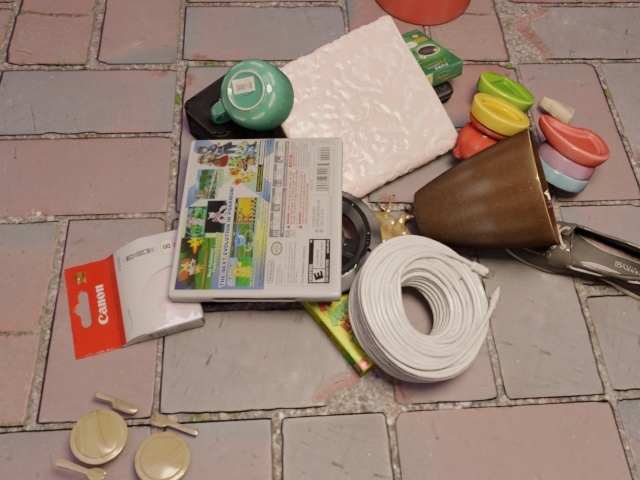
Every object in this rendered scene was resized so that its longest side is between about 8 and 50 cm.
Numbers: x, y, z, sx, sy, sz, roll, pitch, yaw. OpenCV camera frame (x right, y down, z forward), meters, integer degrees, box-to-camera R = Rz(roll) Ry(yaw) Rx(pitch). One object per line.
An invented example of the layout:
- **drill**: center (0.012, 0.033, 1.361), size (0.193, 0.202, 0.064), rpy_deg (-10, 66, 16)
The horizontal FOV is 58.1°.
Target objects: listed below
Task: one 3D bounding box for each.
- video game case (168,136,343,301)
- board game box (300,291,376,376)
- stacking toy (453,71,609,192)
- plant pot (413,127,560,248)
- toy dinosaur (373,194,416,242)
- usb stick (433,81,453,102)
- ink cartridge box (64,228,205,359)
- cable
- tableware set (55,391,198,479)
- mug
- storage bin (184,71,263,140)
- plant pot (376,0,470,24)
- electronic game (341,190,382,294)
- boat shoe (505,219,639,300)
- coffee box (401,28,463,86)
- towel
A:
- **video game case**: center (-0.109, -0.045, 1.058), size (0.299, 0.036, 0.329), rpy_deg (0, 64, 4)
- **board game box**: center (0.053, 0.145, 1.044), size (0.092, 0.043, 0.181), rpy_deg (-34, 69, -18)
- **stacking toy**: center (0.432, -0.223, 1.234), size (0.308, 0.130, 0.279), rpy_deg (21, 36, -6)
- **plant pot**: center (0.300, -0.072, 1.076), size (0.230, 0.215, 0.215), rpy_deg (-14, 59, 25)
- **toy dinosaur**: center (0.154, -0.030, 1.147), size (0.183, 0.053, 0.093), rpy_deg (34, 82, 19)
- **usb stick**: center (0.169, -0.295, 1.280), size (0.278, 0.045, 0.077), rpy_deg (-27, 60, -16)
- **ink cartridge box**: center (-0.342, 0.093, 1.044), size (0.232, 0.066, 0.189), rpy_deg (-12, 64, -14)
- **cable**: center (0.171, 0.115, 0.997), size (0.257, 0.089, 0.257), rpy_deg (34, 59, -9)
- **tableware set**: center (-0.305, 0.339, 0.928), size (0.194, 0.039, 0.128), rpy_deg (20, 51, 1)
- **mug**: center (-0.133, -0.268, 1.101), size (0.129, 0.097, 0.158), rpy_deg (37, 101, 9)
- **storage bin**: center (-0.185, -0.276, 1.227), size (0.122, 0.084, 0.180), rpy_deg (41, 67, 17)
- **plant pot**: center (0.268, -0.708, 1.389), size (0.274, 0.243, 0.275), rpy_deg (2, 63, -3)
- **electronic game**: center (0.000, 0.000, 1.075), size (0.229, 0.048, 0.229), rpy_deg (-2, 62, 3)
- **boat shoe**: center (0.523, 0.019, 1.106), size (0.335, 0.095, 0.112), rpy_deg (20, 63, 7)
- **coffee box**: center (0.227, -0.416, 1.321), size (0.113, 0.040, 0.184), rpy_deg (-25, 49, -15)
- **towel**: center (0.079, -0.263, 1.195), size (0.331, 0.053, 0.317), rpy_deg (-29, 88, -11)
